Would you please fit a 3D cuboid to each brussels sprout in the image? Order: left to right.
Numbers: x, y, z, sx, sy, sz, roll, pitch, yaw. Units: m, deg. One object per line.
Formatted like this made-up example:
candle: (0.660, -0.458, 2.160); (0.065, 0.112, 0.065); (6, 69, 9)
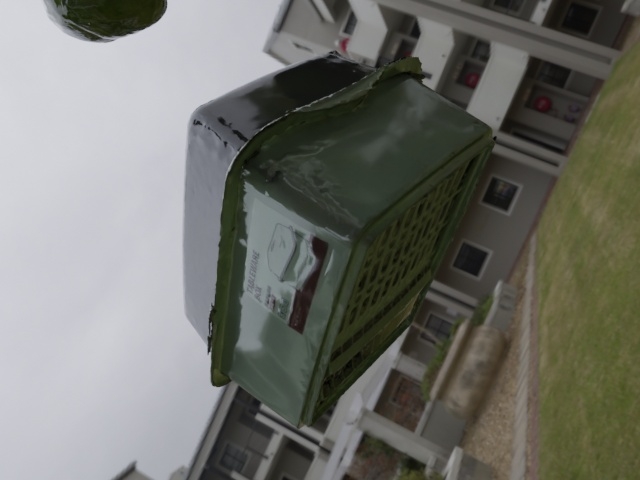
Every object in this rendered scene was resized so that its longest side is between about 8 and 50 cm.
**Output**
brussels sprout: (-0.380, -0.463, 1.033); (0.271, 0.220, 0.210); (-82, -20, -60)

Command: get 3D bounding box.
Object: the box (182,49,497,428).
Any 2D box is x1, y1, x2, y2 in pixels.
box: (0.000, 0.000, 0.496); (0.221, 0.166, 0.290); (-35, -27, -38)
